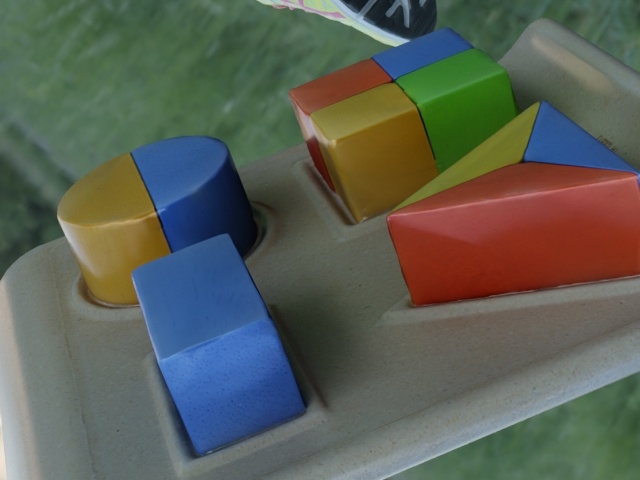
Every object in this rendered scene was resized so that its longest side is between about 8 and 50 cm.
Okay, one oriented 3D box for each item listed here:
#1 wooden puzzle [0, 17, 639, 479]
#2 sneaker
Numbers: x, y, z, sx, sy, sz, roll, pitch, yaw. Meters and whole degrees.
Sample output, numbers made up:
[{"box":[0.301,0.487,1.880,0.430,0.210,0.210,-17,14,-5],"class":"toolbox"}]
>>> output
[{"box":[0.000,0.000,0.713,0.080,0.348,0.322,65,177,-26],"class":"wooden puzzle"},{"box":[-0.008,-0.205,1.175,0.208,0.081,0.094,33,153,-2],"class":"sneaker"}]
